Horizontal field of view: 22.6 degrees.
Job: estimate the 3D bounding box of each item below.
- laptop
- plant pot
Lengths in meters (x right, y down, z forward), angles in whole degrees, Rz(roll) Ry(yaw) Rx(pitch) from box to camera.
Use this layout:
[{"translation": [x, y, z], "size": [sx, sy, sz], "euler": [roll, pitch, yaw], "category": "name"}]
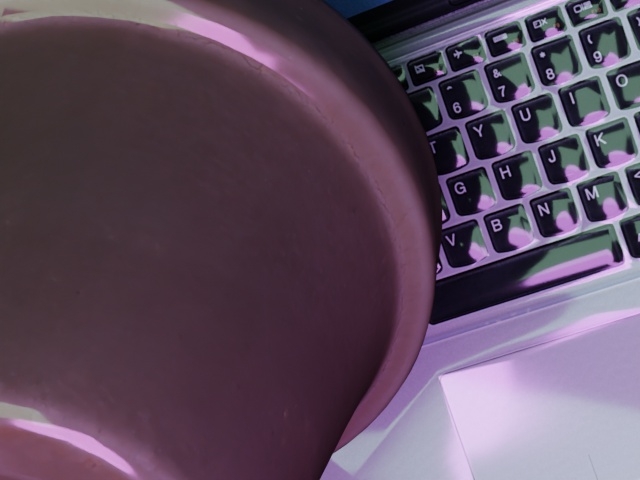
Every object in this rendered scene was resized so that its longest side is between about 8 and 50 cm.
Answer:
[{"translation": [0.058, -0.050, 0.661], "size": [0.382, 0.236, 0.408], "euler": [-19, 91, 19], "category": "laptop"}, {"translation": [-0.092, 0.044, 0.595], "size": [0.263, 0.229, 0.263], "euler": [4, 123, 6], "category": "plant pot"}]
